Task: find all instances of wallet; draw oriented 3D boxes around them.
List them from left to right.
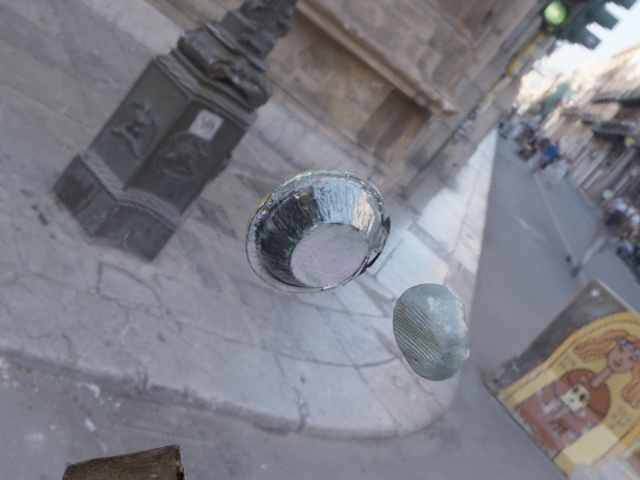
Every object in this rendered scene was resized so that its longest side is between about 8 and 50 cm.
[{"bbox_3d":[-0.176,0.241,0.690,0.122,0.031,0.232,-8,9,-9],"label":"wallet"}]

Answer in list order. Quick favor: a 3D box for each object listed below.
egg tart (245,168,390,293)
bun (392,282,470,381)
[{"bbox_3d":[0.000,0.000,1.207,0.234,0.234,0.094,29,22,-34],"label":"egg tart"},{"bbox_3d":[0.092,0.073,0.640,0.045,0.083,0.083,-17,46,-24],"label":"bun"}]
